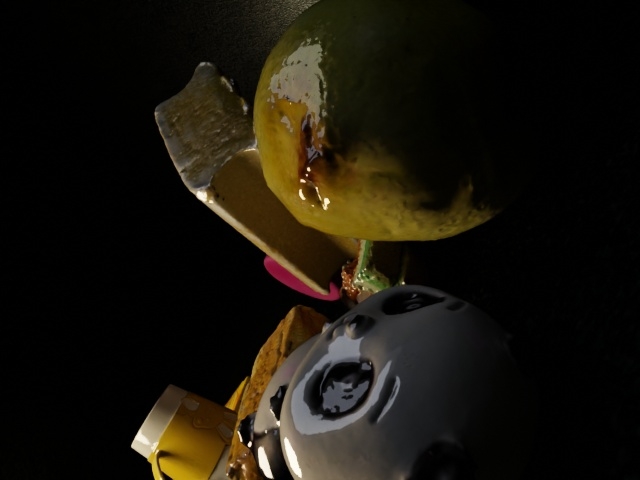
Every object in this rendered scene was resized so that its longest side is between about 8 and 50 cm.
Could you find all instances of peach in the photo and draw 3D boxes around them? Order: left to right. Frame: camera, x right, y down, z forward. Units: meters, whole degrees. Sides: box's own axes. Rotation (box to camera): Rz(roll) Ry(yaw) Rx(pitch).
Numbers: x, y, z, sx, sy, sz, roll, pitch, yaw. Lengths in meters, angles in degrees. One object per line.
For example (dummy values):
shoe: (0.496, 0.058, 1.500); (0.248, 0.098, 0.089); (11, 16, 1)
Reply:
peach: (0.079, -0.141, 0.620); (0.314, 0.315, 0.282); (22, 127, 59)

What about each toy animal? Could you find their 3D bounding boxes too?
toy animal: (0.053, 0.131, 0.421); (0.187, 0.165, 0.235); (-46, -3, -32)

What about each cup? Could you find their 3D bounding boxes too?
cup: (-0.263, 0.428, 1.116); (0.186, 0.226, 0.241); (-58, 1, 21)

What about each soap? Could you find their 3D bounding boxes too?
soap: (-0.084, -0.097, 0.891); (0.156, 0.335, 0.293); (-39, 47, 7)

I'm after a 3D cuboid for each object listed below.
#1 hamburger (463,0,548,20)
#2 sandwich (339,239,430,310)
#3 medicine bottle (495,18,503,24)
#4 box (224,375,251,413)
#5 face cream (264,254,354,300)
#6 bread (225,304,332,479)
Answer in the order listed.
hamburger: (0.247, -0.374, 0.635); (0.284, 0.174, 0.304); (-26, 5, -3)
sandwich: (0.074, 0.048, 0.766); (0.160, 0.109, 0.185); (-54, 11, 29)
medicine bottle: (0.272, -0.448, 1.023); (0.289, 0.156, 0.157); (-52, 12, 45)
box: (-0.257, 0.497, 1.470); (0.269, 0.043, 0.152); (-56, 10, 35)
face cream: (0.000, 0.000, 1.116); (0.195, 0.175, 0.175); (-66, 10, -22)
bread: (-0.031, 0.220, 0.747); (0.167, 0.132, 0.294); (-58, 8, 15)
